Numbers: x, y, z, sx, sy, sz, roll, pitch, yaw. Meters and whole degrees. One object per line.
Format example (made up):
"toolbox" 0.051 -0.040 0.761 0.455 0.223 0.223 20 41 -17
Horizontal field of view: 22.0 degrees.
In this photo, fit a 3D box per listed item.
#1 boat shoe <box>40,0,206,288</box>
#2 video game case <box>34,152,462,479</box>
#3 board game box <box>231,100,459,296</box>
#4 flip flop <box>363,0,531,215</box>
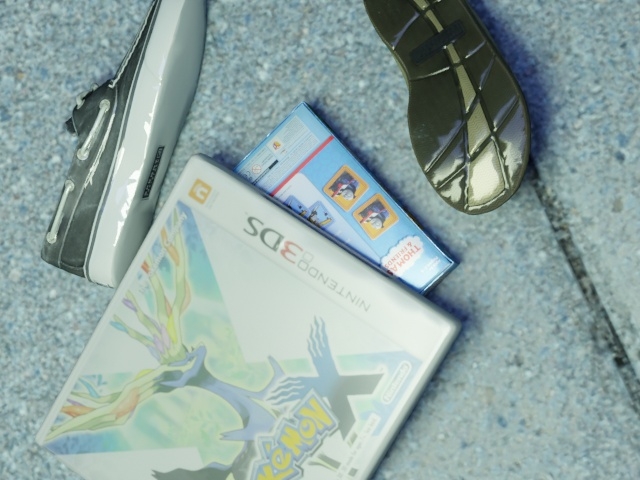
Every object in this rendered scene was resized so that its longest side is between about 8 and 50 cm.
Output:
"boat shoe" -0.193 -0.109 1.576 0.102 0.108 0.301 19 97 12
"video game case" -0.075 0.134 1.534 0.300 0.036 0.329 33 102 15
"board game box" 0.000 0.000 1.551 0.160 0.039 0.211 -44 77 8
"flip flop" 0.120 -0.150 1.521 0.112 0.080 0.277 -30 65 14
